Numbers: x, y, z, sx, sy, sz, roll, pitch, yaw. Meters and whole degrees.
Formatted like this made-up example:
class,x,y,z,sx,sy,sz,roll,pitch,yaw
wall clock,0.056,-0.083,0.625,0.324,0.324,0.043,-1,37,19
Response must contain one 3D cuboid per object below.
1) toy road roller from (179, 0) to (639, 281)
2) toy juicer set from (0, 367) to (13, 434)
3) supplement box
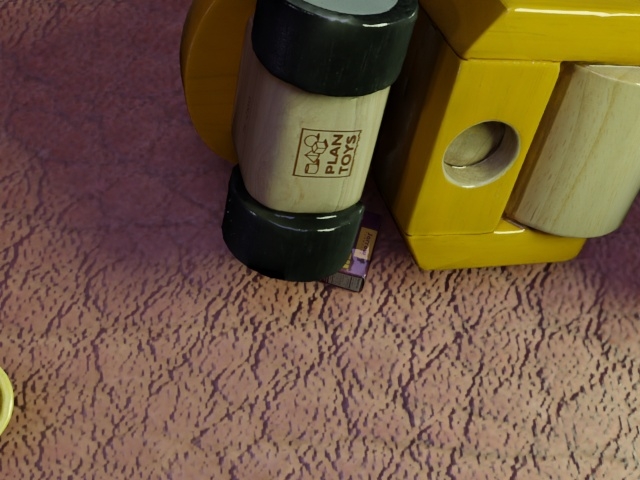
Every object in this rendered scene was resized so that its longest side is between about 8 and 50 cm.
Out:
class,x,y,z,sx,sy,sz,roll,pitch,yaw
toy road roller,0.066,-0.125,0.638,0.330,0.202,0.240,-1,41,-17
toy juicer set,-0.267,0.250,0.556,0.209,0.089,0.329,-15,79,-18
supplement box,0.000,0.000,0.683,0.083,0.043,0.055,15,72,3
